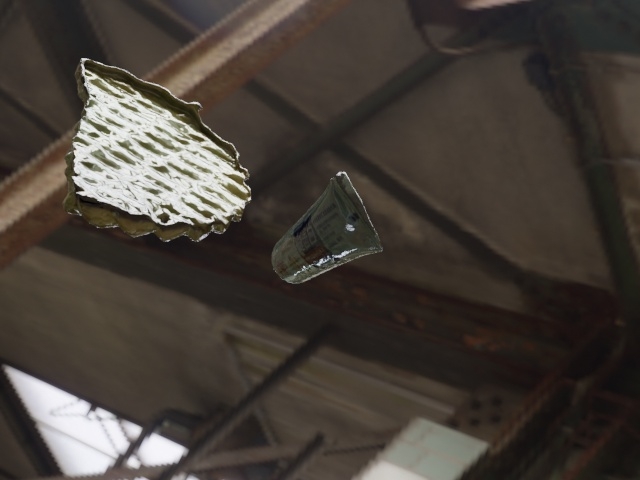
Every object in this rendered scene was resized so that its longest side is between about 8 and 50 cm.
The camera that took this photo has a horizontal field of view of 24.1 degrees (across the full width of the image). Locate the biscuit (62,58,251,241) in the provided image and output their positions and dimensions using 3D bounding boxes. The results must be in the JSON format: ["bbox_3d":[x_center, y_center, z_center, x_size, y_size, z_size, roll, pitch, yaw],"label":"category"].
[{"bbox_3d":[-0.153,-0.073,1.412,0.187,0.273,0.036,20,-61,-15],"label":"biscuit"}]

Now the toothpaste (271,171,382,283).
[{"bbox_3d":[0.000,0.000,1.114,0.038,0.233,0.060,-30,-92,-17],"label":"toothpaste"}]
